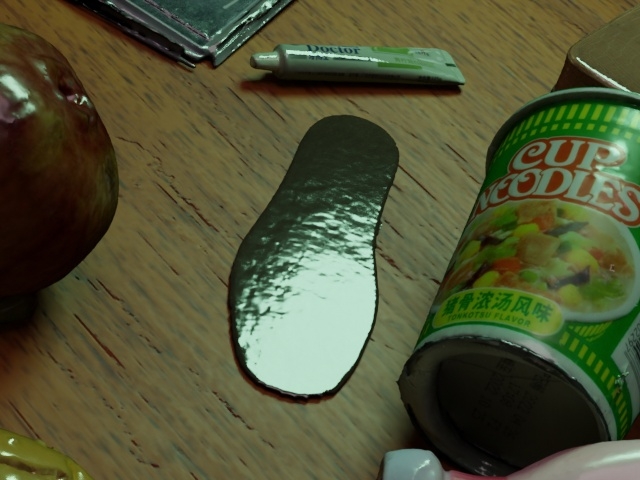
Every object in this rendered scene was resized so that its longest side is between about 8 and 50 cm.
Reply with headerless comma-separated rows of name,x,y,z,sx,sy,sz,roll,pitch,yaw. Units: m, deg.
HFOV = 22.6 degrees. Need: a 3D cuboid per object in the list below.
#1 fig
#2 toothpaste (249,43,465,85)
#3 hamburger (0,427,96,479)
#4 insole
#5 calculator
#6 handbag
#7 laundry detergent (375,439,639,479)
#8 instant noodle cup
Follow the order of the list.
fig,-0.233,-0.042,1.048,0.205,0.205,0.205,10,41,-9
toothpaste,0.032,-0.150,1.364,0.197,0.029,0.048,-1,45,-25
hamburger,-0.203,0.175,0.764,0.244,0.244,0.163,11,45,-8
insole,0.000,0.000,1.202,0.111,0.007,0.328,19,41,-1
calculator,-0.098,-0.250,1.430,0.165,0.028,0.274,32,44,11
handbag,0.304,-0.134,1.413,0.151,0.072,0.193,36,42,21
laundry detergent,0.194,0.194,0.964,0.335,0.159,0.088,10,2,0
instant noodle cup,0.169,0.045,1.088,0.207,0.207,0.233,26,48,9
